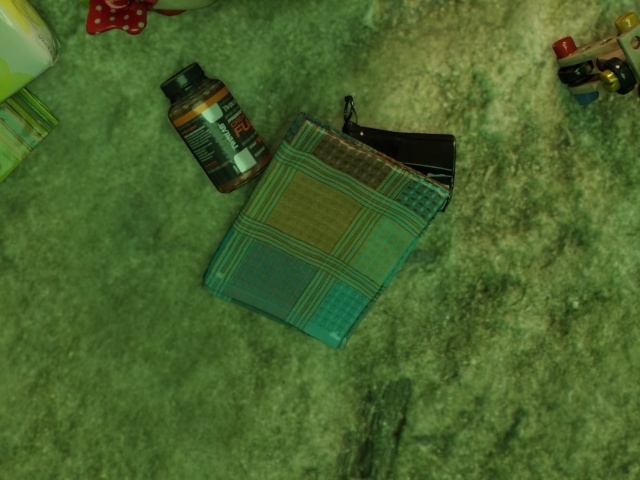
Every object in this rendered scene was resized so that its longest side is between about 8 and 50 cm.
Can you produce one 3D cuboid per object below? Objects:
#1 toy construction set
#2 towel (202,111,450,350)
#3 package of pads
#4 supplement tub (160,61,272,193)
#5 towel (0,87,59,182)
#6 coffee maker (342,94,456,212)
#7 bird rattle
[{"bbox_3d":[0.509,-0.343,1.751,0.257,0.237,0.309,-8,103,-5],"label":"toy construction set"},{"bbox_3d":[0.000,0.000,1.792,0.271,0.040,0.370,26,124,-11],"label":"towel"},{"bbox_3d":[-0.555,-0.324,1.660,0.229,0.101,0.296,-32,118,15],"label":"package of pads"},{"bbox_3d":[-0.168,-0.179,1.777,0.106,0.106,0.198,-34,104,1],"label":"supplement tub"},{"bbox_3d":[-0.528,-0.139,1.787,0.102,0.021,0.237,43,95,-12],"label":"towel"},{"bbox_3d":[0.124,-0.137,1.813,0.178,0.120,0.171,4,101,-8],"label":"coffee maker"},{"bbox_3d":[-0.250,-0.377,1.656,0.206,0.253,0.143,-5,107,-18],"label":"bird rattle"}]
